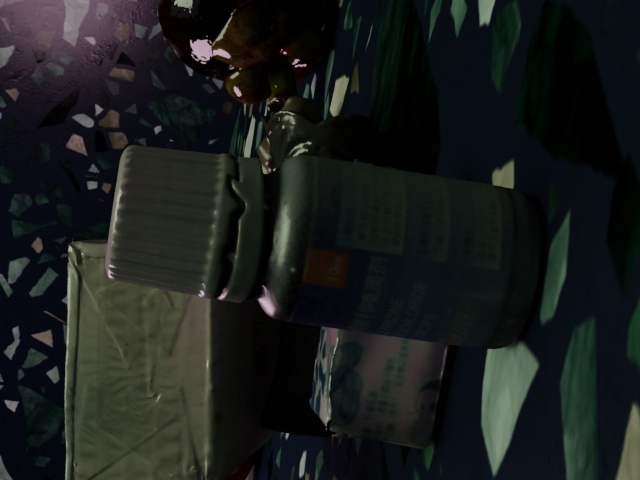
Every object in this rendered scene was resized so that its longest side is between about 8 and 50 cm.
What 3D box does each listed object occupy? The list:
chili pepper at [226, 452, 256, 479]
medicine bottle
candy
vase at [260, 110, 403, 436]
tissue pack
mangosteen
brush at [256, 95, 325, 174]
[{"bbox_3d":[-0.136,0.266,1.647,0.387,0.110,0.110,130,148,-84],"label":"chili pepper"},{"bbox_3d":[0.000,0.000,0.617,0.083,0.203,0.083,-170,90,-83],"label":"medicine bottle"},{"bbox_3d":[0.040,0.039,0.757,0.092,0.073,0.160,-126,45,-76],"label":"candy"},{"bbox_3d":[0.000,0.027,0.964,0.115,0.115,0.237,177,98,-82],"label":"vase"},{"bbox_3d":[-0.106,0.087,0.989,0.225,0.124,0.185,-9,-82,-80],"label":"tissue pack"},{"bbox_3d":[-0.076,-0.258,1.502,0.250,0.211,0.211,63,160,16],"label":"mangosteen"},{"bbox_3d":[-0.032,-0.036,1.409,0.301,0.071,0.084,95,-166,-54],"label":"brush"}]
